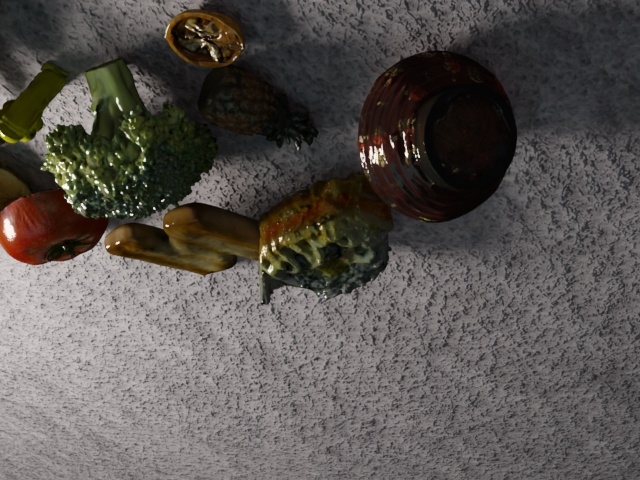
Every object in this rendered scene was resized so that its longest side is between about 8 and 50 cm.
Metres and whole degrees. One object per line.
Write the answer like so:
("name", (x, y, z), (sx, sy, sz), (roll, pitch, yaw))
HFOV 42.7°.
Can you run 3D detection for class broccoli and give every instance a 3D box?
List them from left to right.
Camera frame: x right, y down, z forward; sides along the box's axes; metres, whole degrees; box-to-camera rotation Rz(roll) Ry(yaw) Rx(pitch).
("broccoli", (-0.315, -0.139, 1.315), (0.288, 0.235, 0.260), (-13, 134, 13))

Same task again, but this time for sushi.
("sushi", (0.000, 0.000, 1.414), (0.274, 0.139, 0.184), (-20, 135, 21))

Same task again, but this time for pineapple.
("pineapple", (-0.092, -0.201, 1.285), (0.197, 0.108, 0.108), (21, 141, -25))

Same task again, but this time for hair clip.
("hair clip", (-0.472, -0.220, 1.325), (0.072, 0.173, 0.046), (28, 138, -16))

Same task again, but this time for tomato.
("tomato", (-0.492, -0.019, 1.543), (0.225, 0.085, 0.225), (-20, 160, -8))

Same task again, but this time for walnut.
("walnut", (-0.166, -0.308, 1.215), (0.121, 0.052, 0.091), (11, 137, 4))

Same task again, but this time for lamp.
("lamp", (0.163, -0.146, 1.163), (0.247, 0.247, 0.247), (10, 139, 9))

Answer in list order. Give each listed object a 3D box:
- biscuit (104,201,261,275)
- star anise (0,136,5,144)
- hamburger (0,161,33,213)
("biscuit", (-0.214, 0.001, 1.482), (0.237, 0.062, 0.290), (-16, 162, 32))
("star anise", (-0.643, -0.259, 1.304), (0.331, 0.117, 0.332), (40, 173, 6))
("hamburger", (-0.624, -0.067, 1.577), (0.155, 0.135, 0.207), (-25, 127, 40))
